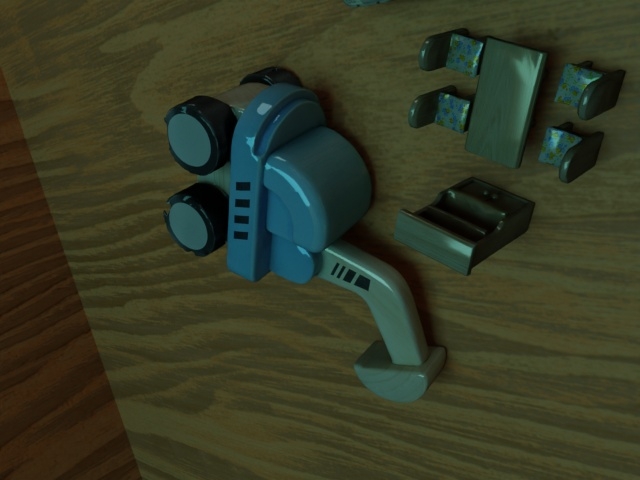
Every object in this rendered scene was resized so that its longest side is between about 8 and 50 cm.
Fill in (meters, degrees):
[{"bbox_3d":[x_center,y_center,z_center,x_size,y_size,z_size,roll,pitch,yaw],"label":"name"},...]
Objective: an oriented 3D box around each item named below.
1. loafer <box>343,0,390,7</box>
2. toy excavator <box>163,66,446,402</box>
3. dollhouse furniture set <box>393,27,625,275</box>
[{"bbox_3d":[0.134,-0.346,0.792,0.319,0.112,0.111,7,123,44],"label":"loafer"},{"bbox_3d":[0.000,0.000,1.049,0.445,0.222,0.433,24,127,25],"label":"toy excavator"},{"bbox_3d":[0.193,-0.107,0.814,0.212,0.161,0.242,29,128,33],"label":"dollhouse furniture set"}]
